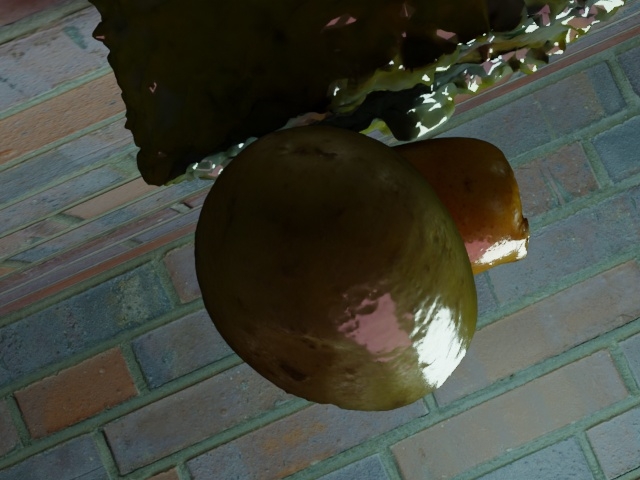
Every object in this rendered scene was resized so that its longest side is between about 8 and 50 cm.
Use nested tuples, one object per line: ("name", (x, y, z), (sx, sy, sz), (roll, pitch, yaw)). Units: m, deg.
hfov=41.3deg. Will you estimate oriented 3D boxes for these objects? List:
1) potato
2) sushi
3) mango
("potato", (0.000, 0.000, 0.536), (0.178, 0.203, 0.158), (-38, 155, -6))
("sushi", (0.032, -0.206, 0.675), (0.396, 0.240, 0.351), (-22, 178, 13))
("mango", (0.055, -0.020, 0.767), (0.252, 0.126, 0.154), (-8, -167, 10))
